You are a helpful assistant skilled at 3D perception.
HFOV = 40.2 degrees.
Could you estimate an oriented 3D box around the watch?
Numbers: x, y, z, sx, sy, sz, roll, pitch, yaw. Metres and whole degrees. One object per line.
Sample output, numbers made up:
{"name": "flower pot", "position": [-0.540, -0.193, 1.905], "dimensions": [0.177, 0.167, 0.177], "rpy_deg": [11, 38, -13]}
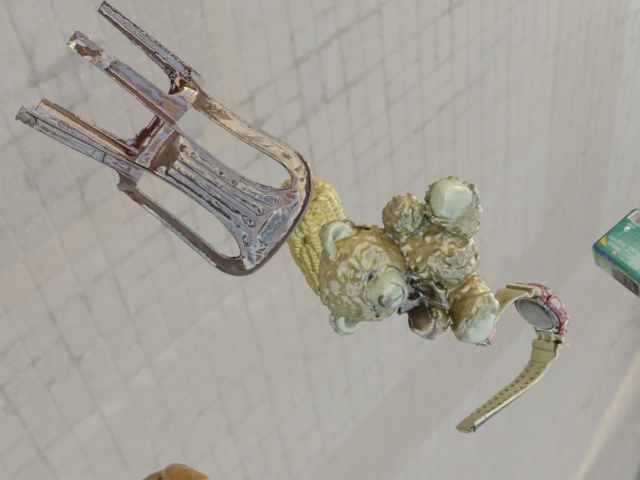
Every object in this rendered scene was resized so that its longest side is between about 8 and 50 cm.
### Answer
{"name": "watch", "position": [0.305, 0.183, 1.460], "dimensions": [0.268, 0.102, 0.165], "rpy_deg": [-34, 111, -27]}

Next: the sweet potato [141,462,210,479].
{"name": "sweet potato", "position": [-0.176, 0.283, 1.023], "dimensions": [0.044, 0.179, 0.044], "rpy_deg": [14, 65, -33]}

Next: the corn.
{"name": "corn", "position": [0.000, 0.000, 1.693], "dimensions": [0.130, 0.130, 0.347], "rpy_deg": [-48, 143, -22]}

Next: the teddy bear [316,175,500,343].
{"name": "teddy bear", "position": [0.117, 0.039, 1.297], "dimensions": [0.256, 0.156, 0.267], "rpy_deg": [-14, 110, -10]}

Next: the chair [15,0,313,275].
{"name": "chair", "position": [-0.175, -0.118, 1.053], "dimensions": [0.176, 0.326, 0.183], "rpy_deg": [-51, -164, 12]}

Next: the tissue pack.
{"name": "tissue pack", "position": [0.423, 0.030, 1.131], "dimensions": [0.085, 0.111, 0.079], "rpy_deg": [-39, 138, -5]}
